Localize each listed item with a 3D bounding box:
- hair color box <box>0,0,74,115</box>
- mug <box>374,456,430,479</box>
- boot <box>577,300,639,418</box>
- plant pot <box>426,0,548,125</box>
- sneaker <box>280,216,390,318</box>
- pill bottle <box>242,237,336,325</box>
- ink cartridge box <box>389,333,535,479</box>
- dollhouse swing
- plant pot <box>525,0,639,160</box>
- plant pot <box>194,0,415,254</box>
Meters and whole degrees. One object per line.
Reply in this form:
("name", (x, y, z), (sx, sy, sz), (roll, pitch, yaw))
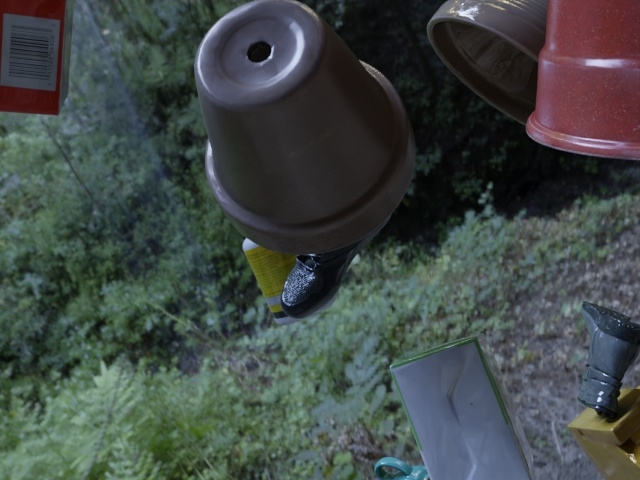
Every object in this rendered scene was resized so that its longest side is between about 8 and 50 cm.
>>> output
("hair color box", (-0.230, -0.158, 0.741), (0.053, 0.093, 0.167), (4, 14, -13))
("mug", (0.178, 0.487, 1.725), (0.097, 0.157, 0.129), (-34, 38, 35))
("boot", (0.459, 0.195, 1.515), (0.083, 0.246, 0.161), (20, 96, 3))
("plant pot", (0.255, -0.235, 1.108), (0.237, 0.237, 0.110), (35, 86, 30))
("sneaker", (0.000, 0.000, 1.303), (0.227, 0.130, 0.087), (-52, 51, -2))
("pill bottle", (-0.064, 0.032, 1.593), (0.119, 0.119, 0.208), (-25, 97, -7))
("ink cartridge box", (0.204, 0.239, 1.251), (0.119, 0.353, 0.207), (-21, 82, 9))
("dollhouse swing", (0.652, 0.367, 1.511), (0.305, 0.315, 0.347), (-34, 83, -7))
("plant pot", (0.292, -0.224, 0.716), (0.272, 0.265, 0.272), (-7, 19, 2))
("plant pot", (-0.037, -0.145, 1.048), (0.263, 0.229, 0.263), (-7, 63, 14))
